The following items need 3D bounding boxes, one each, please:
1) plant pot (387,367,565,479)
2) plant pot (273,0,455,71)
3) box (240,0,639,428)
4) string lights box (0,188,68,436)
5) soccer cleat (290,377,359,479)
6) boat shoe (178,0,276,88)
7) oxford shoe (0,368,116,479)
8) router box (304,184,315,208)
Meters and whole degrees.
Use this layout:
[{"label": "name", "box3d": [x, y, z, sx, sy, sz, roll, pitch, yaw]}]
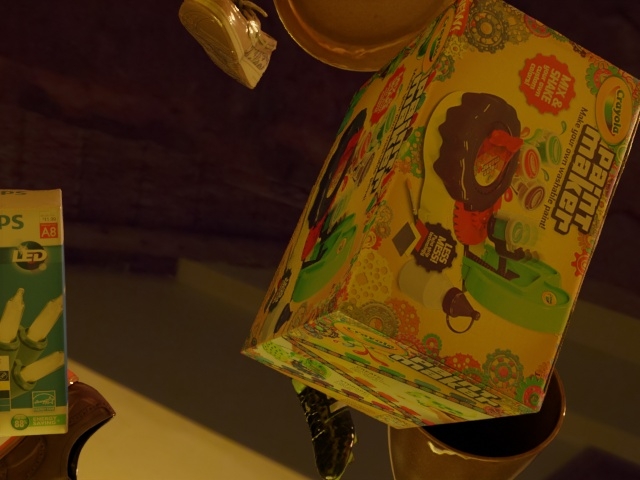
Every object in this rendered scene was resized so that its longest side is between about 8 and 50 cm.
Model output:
[{"label": "plant pot", "box3d": [0.172, 0.251, 1.463, 0.215, 0.215, 0.230, -39, -25, -39]}, {"label": "plant pot", "box3d": [0.059, -0.289, 1.183, 0.236, 0.032, 0.236, -9, -55, -13]}, {"label": "box", "box3d": [0.097, -0.010, 0.986, 0.290, 0.177, 0.279, -67, 13, -19]}, {"label": "string lights box", "box3d": [-0.341, 0.078, 1.233, 0.133, 0.077, 0.260, -2, -71, -12]}, {"label": "soccer cleat", "box3d": [0.001, 0.177, 1.235, 0.072, 0.060, 0.179, 26, -138, -24]}, {"label": "boat shoe", "box3d": [-0.124, -0.302, 1.625, 0.089, 0.104, 0.285, -52, -8, -3]}, {"label": "oxford shoe", "box3d": [-0.346, 0.283, 1.340, 0.271, 0.098, 0.097, -56, -6, -9]}, {"label": "router box", "box3d": [0.000, 0.000, 1.599, 0.179, 0.046, 0.133, -70, -13, 18]}]
